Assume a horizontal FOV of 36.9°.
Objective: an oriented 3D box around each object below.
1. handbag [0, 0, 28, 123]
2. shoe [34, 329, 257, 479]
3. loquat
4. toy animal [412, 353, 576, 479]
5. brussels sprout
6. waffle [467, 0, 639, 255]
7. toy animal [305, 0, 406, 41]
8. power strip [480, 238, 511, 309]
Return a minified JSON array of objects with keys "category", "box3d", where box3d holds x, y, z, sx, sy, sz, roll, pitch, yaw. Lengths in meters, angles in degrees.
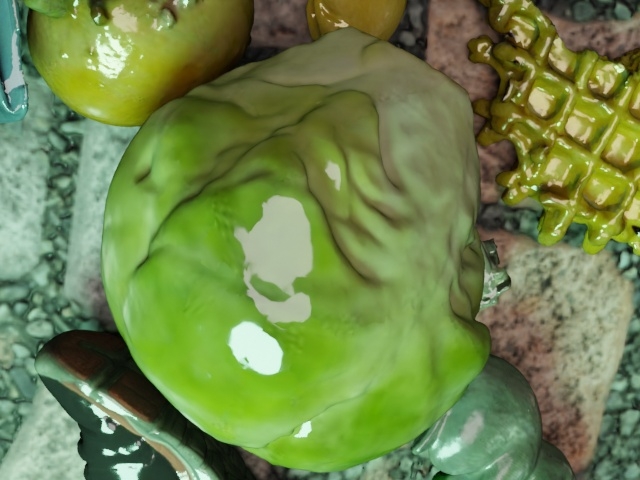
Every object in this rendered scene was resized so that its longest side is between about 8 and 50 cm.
[{"category":"handbag","box3d":[-0.280,-0.150,0.677,0.057,0.221,0.144,-6,97,-41]},{"category":"shoe","box3d":[-0.151,0.201,0.810,0.137,0.114,0.291,-33,106,6]},{"category":"loquat","box3d":[-0.135,-0.164,0.694,0.172,0.204,0.149,-39,78,21]},{"category":"toy animal","box3d":[0.174,0.196,0.840,0.236,0.108,0.138,36,95,-12]},{"category":"brussels sprout","box3d":[-0.012,0.004,0.673,0.274,0.242,0.316,3,95,-19]},{"category":"waffle","box3d":[0.276,-0.114,0.810,0.293,0.069,0.259,-15,101,-2]},{"category":"toy animal","box3d":[0.023,-0.147,0.779,0.083,0.070,0.159,10,105,-10]},{"category":"power strip","box3d":[0.020,0.060,0.826,0.286,0.048,0.080,-22,98,-2]}]
